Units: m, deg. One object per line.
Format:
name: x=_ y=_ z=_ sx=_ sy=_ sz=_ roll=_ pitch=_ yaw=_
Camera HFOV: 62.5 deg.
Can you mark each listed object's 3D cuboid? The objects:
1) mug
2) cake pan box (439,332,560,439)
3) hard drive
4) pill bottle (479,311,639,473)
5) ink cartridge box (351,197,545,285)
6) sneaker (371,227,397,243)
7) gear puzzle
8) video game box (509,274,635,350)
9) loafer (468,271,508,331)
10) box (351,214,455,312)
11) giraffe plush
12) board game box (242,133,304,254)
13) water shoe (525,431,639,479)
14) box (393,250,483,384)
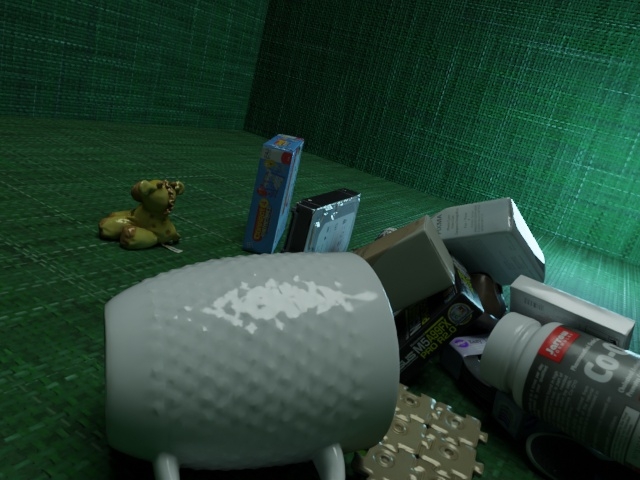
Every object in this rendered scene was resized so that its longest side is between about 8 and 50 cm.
mug: x=-0.095 y=0.193 z=0.665 sx=0.328 sy=0.276 sz=0.374 roll=-1 pitch=52 yaw=-22
cake pan box: x=0.408 y=0.273 z=1.054 sx=0.267 sy=0.070 sz=0.246 roll=-2 pitch=21 yaw=-21
hard drive: x=0.000 y=0.000 z=1.337 sx=0.064 sy=0.237 sz=0.339 roll=20 pitch=17 yaw=19
pill bottle: x=0.415 y=0.230 z=0.847 sx=0.161 sy=0.161 sz=0.283 roll=-3 pitch=20 yaw=-45
ink cartridge box: x=0.317 y=0.028 z=1.296 sx=0.385 sy=0.091 sz=0.308 roll=-7 pitch=-27 yaw=33
sneaker: x=0.130 y=0.077 z=1.475 sx=0.226 sy=0.163 sz=0.086 roll=-36 pitch=73 yaw=-19
gear puzzle: x=0.135 y=0.329 z=0.751 sx=0.175 sy=0.044 sz=0.339 roll=22 pitch=21 yaw=16
video game box: x=0.446 y=0.178 z=0.963 sx=0.048 sy=0.187 sz=0.205 roll=-36 pitch=43 yaw=-29
loafer: x=0.398 y=0.146 z=1.268 sx=0.134 sy=0.130 sz=0.366 roll=16 pitch=-3 yaw=18
box: x=0.101 y=0.081 z=1.052 sx=0.121 sy=0.311 sz=0.148 roll=60 pitch=17 yaw=-6
giraffe plush: x=-0.433 y=-0.079 z=1.334 sx=0.210 sy=0.170 sz=0.181 roll=15 pitch=17 yaw=1
board game box: x=-0.135 y=-0.146 z=1.568 sx=0.086 sy=0.308 sz=0.302 roll=14 pitch=16 yaw=0
water shoe: x=0.431 y=0.366 z=0.860 sx=0.203 sy=0.073 sz=0.080 roll=16 pitch=-11 yaw=8
box: x=0.219 y=0.148 z=1.086 sx=0.060 sy=0.216 sz=0.270 roll=43 pitch=17 yaw=-4
